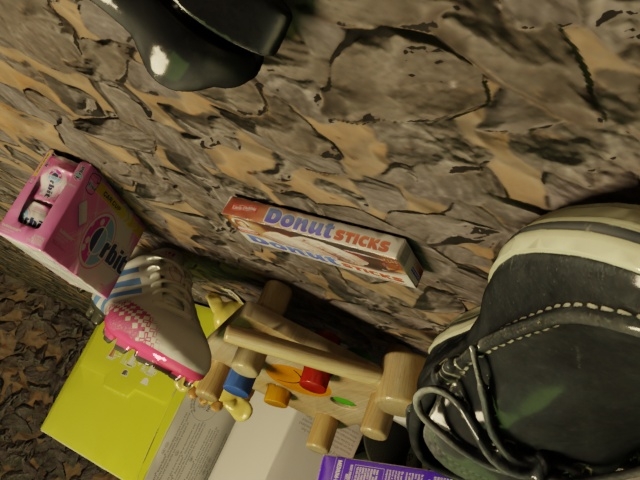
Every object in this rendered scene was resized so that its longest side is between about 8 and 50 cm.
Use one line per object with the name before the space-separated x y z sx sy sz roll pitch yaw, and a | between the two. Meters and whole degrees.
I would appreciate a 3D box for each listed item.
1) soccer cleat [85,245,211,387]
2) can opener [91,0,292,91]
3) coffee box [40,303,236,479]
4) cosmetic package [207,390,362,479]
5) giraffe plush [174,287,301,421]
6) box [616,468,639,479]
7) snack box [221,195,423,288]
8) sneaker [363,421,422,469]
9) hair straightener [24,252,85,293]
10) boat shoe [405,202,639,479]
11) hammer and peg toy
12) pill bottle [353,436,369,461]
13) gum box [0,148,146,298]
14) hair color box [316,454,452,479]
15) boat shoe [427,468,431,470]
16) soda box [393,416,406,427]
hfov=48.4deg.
soccer cleat | -0.214 0.077 0.921 0.116 0.143 0.331 37 169 -31
can opener | -0.103 -0.135 0.339 0.186 0.073 0.059 31 -159 -10
coffee box | -0.275 0.323 1.435 0.337 0.338 0.334 10 157 40
cosmetic package | -0.063 0.371 1.237 0.155 0.365 0.197 33 162 -25
giraffe plush | -0.128 0.194 1.132 0.181 0.170 0.210 7 156 45
box | 0.317 0.286 0.937 0.169 0.087 0.290 23 163 6
snack box | 0.000 0.000 0.630 0.178 0.022 0.064 15 162 29
sneaker | 0.125 0.343 1.213 0.090 0.270 0.145 -5 -172 8
hair straightener | -0.500 0.075 1.441 0.230 0.047 0.089 22 125 9
boat shoe | 0.168 0.114 0.518 0.187 0.156 0.500 26 162 3
hammer and peg toy | -0.013 0.156 0.917 0.266 0.127 0.361 28 150 -11
pill bottle | 0.122 0.519 1.519 0.204 0.204 0.361 25 -176 0
gum box | -0.283 -0.015 0.829 0.062 0.107 0.188 20 163 14
hair color box | 0.174 0.390 0.978 0.339 0.110 0.185 0 148 31
boat shoe | 0.230 0.436 1.206 0.123 0.116 0.324 17 164 22
soda box | 0.200 0.287 1.123 0.216 0.074 0.069 36 161 -34
